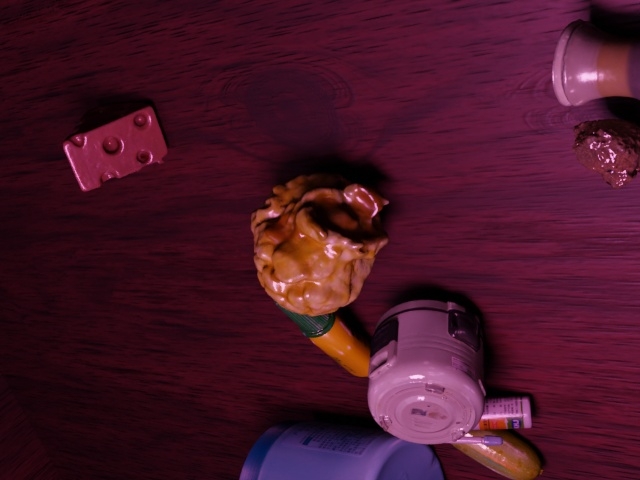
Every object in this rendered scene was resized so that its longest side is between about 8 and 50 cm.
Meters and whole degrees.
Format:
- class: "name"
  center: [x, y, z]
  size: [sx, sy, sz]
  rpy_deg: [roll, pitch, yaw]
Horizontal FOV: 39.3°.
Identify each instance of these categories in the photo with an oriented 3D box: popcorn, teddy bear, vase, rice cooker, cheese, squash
- class: "popcorn"
  center: [0.000, 0.000, 1.614]
  size: [0.224, 0.270, 0.258]
  rpy_deg: [40, -178, -30]
- class: "teddy bear"
  center: [0.476, -0.110, 1.247]
  size: [0.251, 0.129, 0.182]
  rpy_deg: [24, 178, -4]
- class: "vase"
  center: [0.470, -0.216, 1.151]
  size: [0.321, 0.173, 0.173]
  rpy_deg: [11, 127, 39]
- class: "rice cooker"
  center: [0.195, 0.232, 1.647]
  size: [0.226, 0.244, 0.226]
  rpy_deg: [6, 131, 8]
- class: "cheese"
  center: [-0.452, -0.209, 1.916]
  size: [0.177, 0.203, 0.128]
  rpy_deg: [34, 147, 58]
- class: "squash"
  center: [0.349, 0.413, 1.766]
  size: [0.188, 0.095, 0.095]
  rpy_deg: [34, 136, 14]

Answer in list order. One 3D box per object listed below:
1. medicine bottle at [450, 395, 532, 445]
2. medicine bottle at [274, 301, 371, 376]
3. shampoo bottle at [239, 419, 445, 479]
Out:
- class: "medicine bottle"
  center: [0.290, 0.344, 1.706]
  size: [0.221, 0.092, 0.061]
  rpy_deg: [-4, 148, 14]
- class: "medicine bottle"
  center: [0.011, 0.177, 1.781]
  size: [0.111, 0.076, 0.309]
  rpy_deg: [31, 172, 48]
- class: "shampoo bottle"
  center: [0.053, 0.567, 1.948]
  size: [0.343, 0.331, 0.331]
  rpy_deg: [-5, 117, 39]
